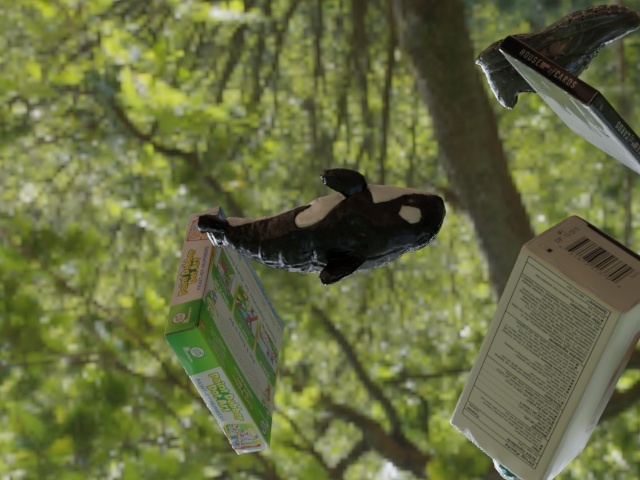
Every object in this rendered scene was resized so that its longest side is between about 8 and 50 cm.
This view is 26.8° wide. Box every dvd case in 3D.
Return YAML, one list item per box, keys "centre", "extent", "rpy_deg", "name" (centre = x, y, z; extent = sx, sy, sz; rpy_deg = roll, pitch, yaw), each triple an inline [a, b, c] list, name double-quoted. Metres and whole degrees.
- centre: [0.354, -0.172, 1.795]
  extent: [0.238, 0.030, 0.179]
  rpy_deg: [34, -174, -47]
  name: "dvd case"

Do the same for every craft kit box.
- centre: [-0.127, 0.125, 1.868]
  extent: [0.061, 0.250, 0.247]
  rpy_deg: [-15, -143, 14]
  name: "craft kit box"

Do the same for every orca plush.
- centre: [0.000, 0.000, 1.552]
  extent: [0.287, 0.151, 0.102]
  rpy_deg: [5, -138, -1]
  name: "orca plush"

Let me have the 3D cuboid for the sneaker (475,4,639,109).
- centre: [0.413, -0.313, 2.277]
  extent: [0.286, 0.130, 0.109]
  rpy_deg: [-19, -170, 26]
  name: "sneaker"

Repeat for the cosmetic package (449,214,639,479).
- centre: [0.290, 0.138, 1.652]
  extent: [0.153, 0.296, 0.129]
  rpy_deg: [37, -141, 24]
  name: "cosmetic package"

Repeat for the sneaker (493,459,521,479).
- centre: [0.340, 0.266, 2.330]
  extent: [0.108, 0.121, 0.302]
  rpy_deg: [-6, -130, 23]
  name: "sneaker"
